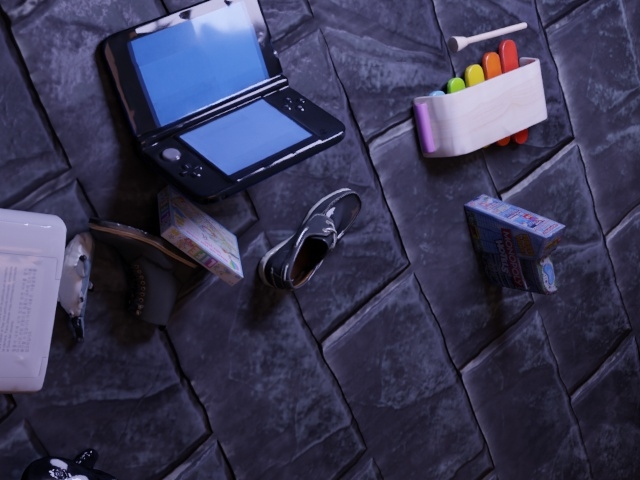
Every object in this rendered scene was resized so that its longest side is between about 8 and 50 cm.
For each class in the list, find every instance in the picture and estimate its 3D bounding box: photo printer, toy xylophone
[{"bbox_3d":[-0.505,0.076,1.393,0.307,0.107,0.256,6,94,-38],"label":"photo printer"},{"bbox_3d":[0.313,-0.281,1.989,0.322,0.081,0.236,-15,106,-35],"label":"toy xylophone"}]

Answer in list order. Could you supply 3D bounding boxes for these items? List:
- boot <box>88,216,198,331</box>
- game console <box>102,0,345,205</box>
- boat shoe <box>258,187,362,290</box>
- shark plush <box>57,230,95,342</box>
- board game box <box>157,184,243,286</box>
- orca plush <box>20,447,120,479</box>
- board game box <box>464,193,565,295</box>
[{"bbox_3d":[-0.277,0.053,1.588,0.198,0.077,0.137,24,87,-39],"label":"boot"},{"bbox_3d":[-0.139,-0.224,1.599,0.293,0.250,0.173,-29,140,-31],"label":"game console"},{"bbox_3d":[0.000,0.000,1.794,0.233,0.079,0.084,-45,119,-26],"label":"boat shoe"},{"bbox_3d":[-0.347,0.071,1.552,0.067,0.073,0.161,-30,112,-65],"label":"shark plush"},{"bbox_3d":[-0.186,-0.007,1.635,0.026,0.103,0.154,-38,126,18],"label":"board game box"},{"bbox_3d":[-0.324,0.357,1.584,0.287,0.151,0.102,21,53,-35],"label":"orca plush"},{"bbox_3d":[0.381,0.017,2.016,0.060,0.194,0.194,-29,113,-31],"label":"board game box"}]
